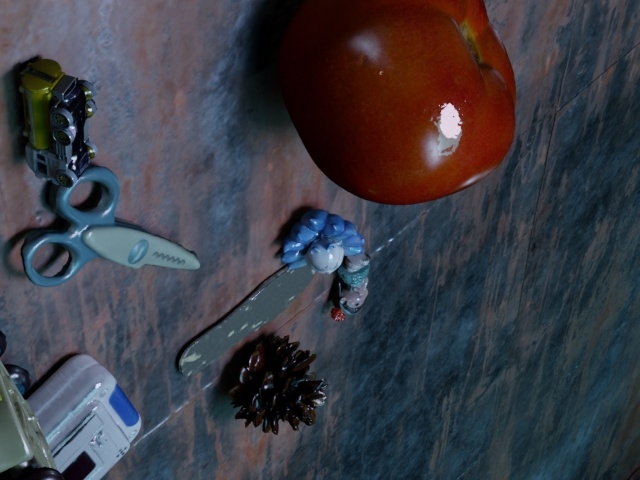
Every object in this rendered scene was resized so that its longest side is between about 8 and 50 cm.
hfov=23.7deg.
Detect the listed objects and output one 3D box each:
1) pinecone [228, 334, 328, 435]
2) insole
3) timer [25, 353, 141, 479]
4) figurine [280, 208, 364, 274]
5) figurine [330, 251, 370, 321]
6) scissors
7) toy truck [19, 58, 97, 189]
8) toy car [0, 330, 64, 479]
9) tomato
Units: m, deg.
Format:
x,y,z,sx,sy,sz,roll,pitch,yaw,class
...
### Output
x,y,z,sx,sy,sz,roll,pitch,yaw,class
-0.054,0.199,2.041,0.140,0.121,0.140,-55,159,-33,pinecone
-0.092,0.096,1.974,0.248,0.011,0.081,-37,149,-31,insole
-0.316,0.260,1.735,0.253,0.078,0.178,-46,154,-14,timer
0.000,0.000,1.929,0.114,0.079,0.114,-3,157,-1,figurine
0.042,0.062,2.115,0.060,0.047,0.106,-42,151,-41,figurine
-0.210,0.001,1.624,0.138,0.041,0.289,-63,153,3,scissors
-0.244,-0.108,1.409,0.123,0.063,0.052,97,17,-48,toy truck
-0.365,0.224,1.520,0.198,0.204,0.248,-23,149,-8,toy car
0.080,-0.173,1.670,0.226,0.298,0.298,-17,165,22,tomato
